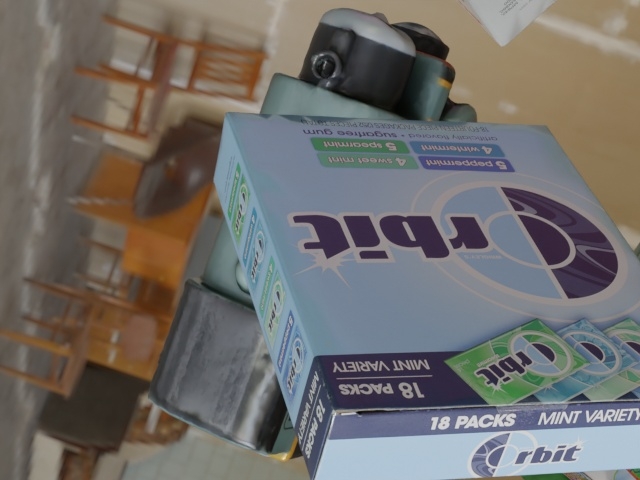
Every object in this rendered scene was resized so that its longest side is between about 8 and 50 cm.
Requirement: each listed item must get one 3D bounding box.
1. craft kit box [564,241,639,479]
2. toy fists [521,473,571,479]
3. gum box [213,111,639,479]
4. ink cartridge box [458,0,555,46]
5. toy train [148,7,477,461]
[{"bbox_3d":[0.308,0.116,0.978,0.250,0.246,0.061,-52,-175,-12],"label":"craft kit box"},{"bbox_3d":[0.275,0.131,1.097,0.279,0.142,0.096,-28,138,-28],"label":"toy fists"},{"bbox_3d":[0.051,0.015,0.532,0.184,0.157,0.041,-113,-150,-49],"label":"gum box"},{"bbox_3d":[0.102,-0.314,1.121,0.114,0.197,0.273,-42,150,9],"label":"ink cartridge box"},{"bbox_3d":[0.000,0.000,0.917,0.334,0.142,0.190,-69,159,6],"label":"toy train"}]
